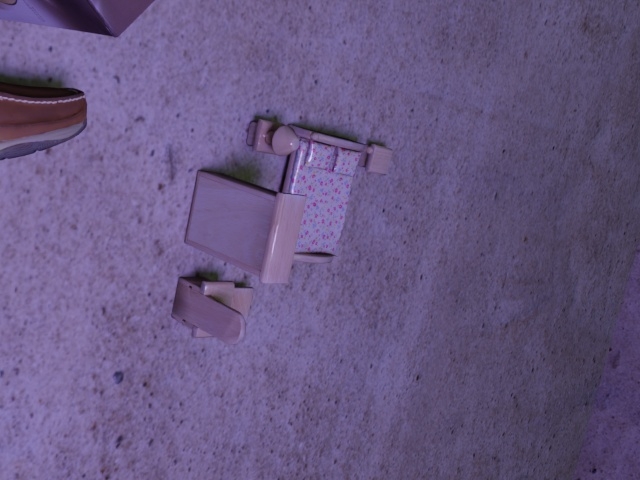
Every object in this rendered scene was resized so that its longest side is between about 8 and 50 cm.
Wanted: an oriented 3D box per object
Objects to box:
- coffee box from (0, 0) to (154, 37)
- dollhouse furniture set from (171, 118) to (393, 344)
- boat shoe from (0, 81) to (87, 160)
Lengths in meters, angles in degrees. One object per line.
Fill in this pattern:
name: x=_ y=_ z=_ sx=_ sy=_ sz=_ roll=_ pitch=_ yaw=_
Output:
coffee box: x=-0.254 y=-0.278 z=0.657 sx=0.119 sy=0.297 sz=0.168 roll=-51 pitch=134 yaw=-20
dollhouse furniture set: x=0.000 y=0.000 z=1.160 sx=0.355 sy=0.173 sz=0.303 roll=4 pitch=102 yaw=-46
boat shoe: x=-0.377 y=-0.137 z=0.758 sx=0.324 sy=0.122 sz=0.120 roll=-14 pitch=111 yaw=-43
